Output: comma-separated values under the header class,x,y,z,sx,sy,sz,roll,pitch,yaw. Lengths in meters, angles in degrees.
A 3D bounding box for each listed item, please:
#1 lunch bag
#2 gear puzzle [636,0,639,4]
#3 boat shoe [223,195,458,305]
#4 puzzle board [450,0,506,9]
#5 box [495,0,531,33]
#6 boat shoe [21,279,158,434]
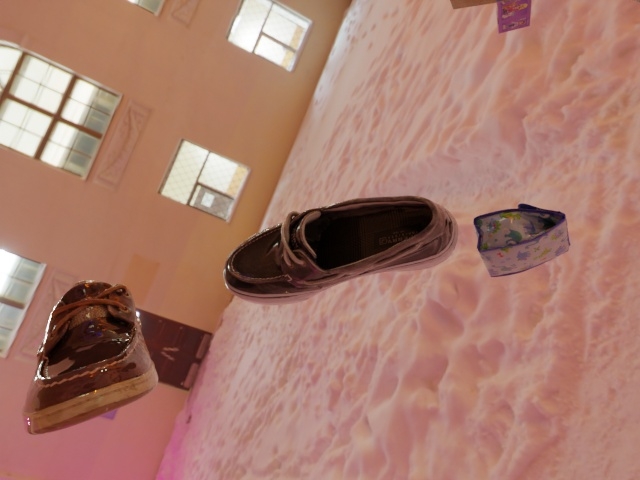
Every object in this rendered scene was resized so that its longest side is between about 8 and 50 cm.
class,x,y,z,sx,sy,sz,roll,pitch,yaw
lunch bag,0.377,-0.002,0.773,0.151,0.129,0.097,-12,59,29
gear puzzle,0.400,-0.273,0.468,0.044,0.175,0.339,-36,71,48
boat shoe,0.000,0.000,0.537,0.334,0.119,0.121,-16,65,20
puzzle board,0.209,-0.370,0.558,0.096,0.128,0.011,13,79,36
box,0.289,-0.497,0.633,0.293,0.057,0.201,19,-111,-64
boat shoe,-0.265,0.108,0.474,0.342,0.123,0.123,-4,100,67
